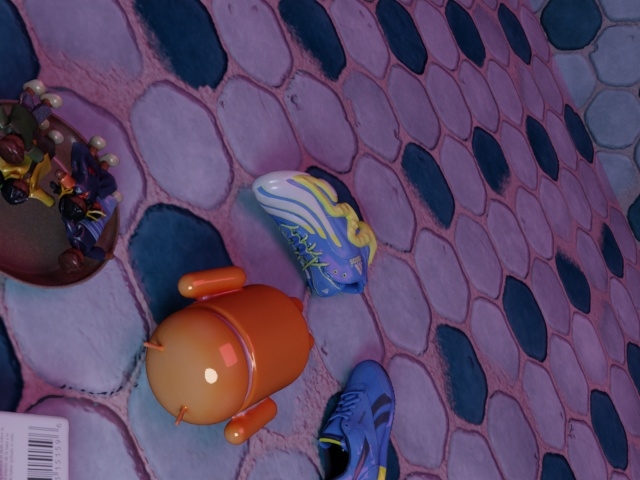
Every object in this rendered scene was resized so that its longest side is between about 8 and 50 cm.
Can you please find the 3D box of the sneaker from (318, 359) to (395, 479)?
[{"bbox_3d":[0.043,0.233,1.082,0.082,0.069,0.209,37,44,-30],"label":"sneaker"}]

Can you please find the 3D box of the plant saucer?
[{"bbox_3d":[-0.288,-0.042,0.833,0.199,0.036,0.198,30,48,-41],"label":"plant saucer"}]

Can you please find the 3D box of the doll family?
[{"bbox_3d":[-0.247,-0.051,0.798,0.193,0.076,0.111,45,35,-32],"label":"doll family"}]

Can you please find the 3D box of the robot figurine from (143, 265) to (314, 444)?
[{"bbox_3d":[-0.098,0.118,0.912,0.219,0.128,0.158,-19,130,-56],"label":"robot figurine"}]

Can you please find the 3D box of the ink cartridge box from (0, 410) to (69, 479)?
[{"bbox_3d":[-0.298,0.260,0.618,0.239,0.060,0.275,20,55,-46],"label":"ink cartridge box"}]

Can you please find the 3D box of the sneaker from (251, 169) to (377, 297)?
[{"bbox_3d":[0.000,0.000,1.145,0.240,0.091,0.126,30,49,-42],"label":"sneaker"}]
